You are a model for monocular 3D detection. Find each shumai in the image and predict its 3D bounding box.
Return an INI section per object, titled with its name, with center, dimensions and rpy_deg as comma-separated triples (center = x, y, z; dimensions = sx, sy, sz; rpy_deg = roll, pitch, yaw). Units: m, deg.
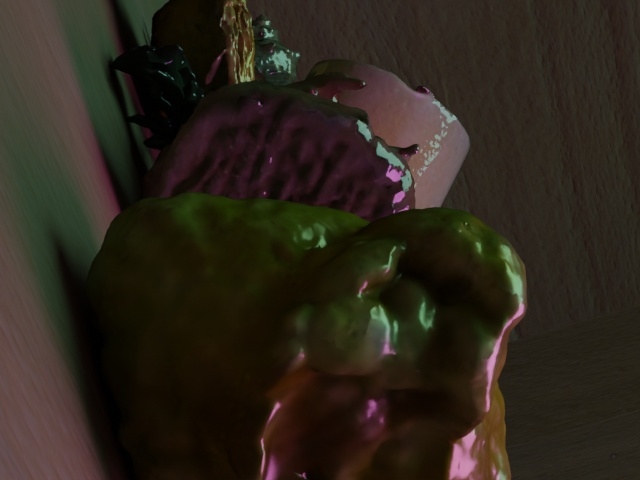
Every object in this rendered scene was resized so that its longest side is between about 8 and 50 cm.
[shumai]
center = -0.036, -0.026, 1.422
dimensions = 0.262, 0.267, 0.314
rpy_deg = -82, 175, -70

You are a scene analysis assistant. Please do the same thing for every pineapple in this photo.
[pineapple]
center = -0.123, -0.068, 1.556
dimensions = 0.170, 0.141, 0.310
rpy_deg = -74, 141, -78

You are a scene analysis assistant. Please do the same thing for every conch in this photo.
[conch]
center = -0.132, -0.215, 2.123
dimensions = 0.178, 0.163, 0.245
rpy_deg = -6, -111, 65

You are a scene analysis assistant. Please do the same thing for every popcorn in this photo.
[popcorn]
center = 0.001, 0.113, 1.067
dimensions = 0.334, 0.292, 0.293
rpy_deg = 79, -8, -47

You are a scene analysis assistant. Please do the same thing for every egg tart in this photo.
[egg tart]
center = -0.143, -0.196, 1.740
dimensions = 0.295, 0.116, 0.294
rpy_deg = 174, -90, -82

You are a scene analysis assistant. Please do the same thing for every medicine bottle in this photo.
[medicine bottle]
center = 0.000, 0.000, 1.838
dimensions = 0.406, 0.236, 0.235
rpy_deg = -61, 163, -15

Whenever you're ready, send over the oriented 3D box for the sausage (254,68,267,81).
[sausage]
center = -0.107, -0.107, 1.990
dimensions = 0.152, 0.152, 0.279
rpy_deg = -96, 170, -82
